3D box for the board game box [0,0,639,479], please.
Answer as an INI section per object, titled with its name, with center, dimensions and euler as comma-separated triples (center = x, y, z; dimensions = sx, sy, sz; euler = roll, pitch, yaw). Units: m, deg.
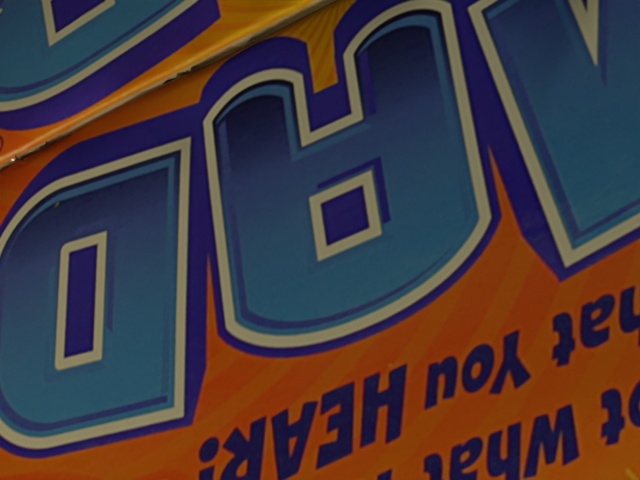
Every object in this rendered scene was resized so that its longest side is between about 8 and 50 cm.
[board game box]
center = 0.101, -0.008, 0.684
dimensions = 0.357, 0.356, 0.356
euler = -24, 148, 26
